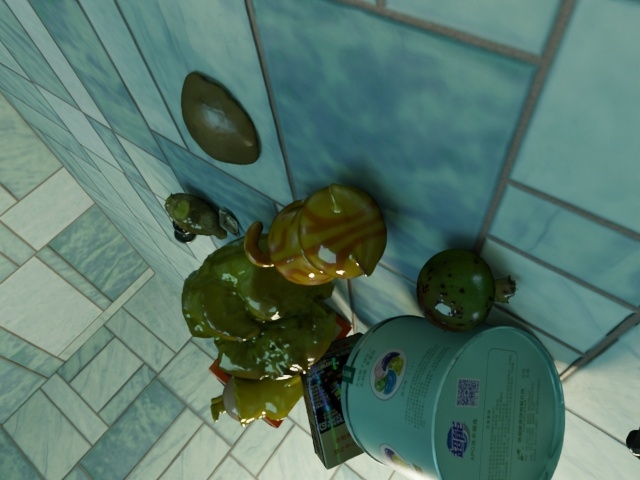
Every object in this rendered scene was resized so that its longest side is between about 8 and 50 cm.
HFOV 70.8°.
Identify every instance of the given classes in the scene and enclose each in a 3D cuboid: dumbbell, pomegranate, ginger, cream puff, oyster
[{"bbox_3d":[-0.467,-0.042,1.552,0.081,0.082,0.254,40,158,1],"label":"dumbbell"},{"bbox_3d":[0.200,0.075,0.647,0.130,0.130,0.130,34,157,17],"label":"pomegranate"},{"bbox_3d":[-0.370,-0.077,1.309,0.216,0.102,0.157,29,179,19],"label":"ginger"},{"bbox_3d":[-0.119,0.174,1.031,0.378,0.377,0.276,71,180,-51],"label":"cream puff"},{"bbox_3d":[-0.255,-0.050,1.261,0.051,0.034,0.093,12,136,23],"label":"oyster"}]

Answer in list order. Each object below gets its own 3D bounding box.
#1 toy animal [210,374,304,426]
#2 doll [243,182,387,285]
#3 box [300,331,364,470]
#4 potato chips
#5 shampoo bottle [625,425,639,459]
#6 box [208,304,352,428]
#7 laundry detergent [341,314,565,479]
[{"bbox_3d":[-0.157,0.376,1.111,0.156,0.229,0.156,162,90,-76],"label":"toy animal"},{"bbox_3d":[0.007,-0.006,0.764,0.269,0.162,0.167,-23,100,55],"label":"doll"},{"bbox_3d":[0.060,0.424,1.196,0.084,0.198,0.311,-158,56,-66],"label":"box"},{"bbox_3d":[-0.202,-0.208,0.847,0.195,0.062,0.208,47,155,-20],"label":"potato chips"},{"bbox_3d":[0.502,0.267,0.568,0.080,0.079,0.246,41,158,4],"label":"shampoo bottle"},{"bbox_3d":[-0.129,0.344,1.373,0.256,0.349,0.319,38,159,7],"label":"box"},{"bbox_3d":[0.207,0.282,0.801,0.287,0.287,0.305,47,156,-16],"label":"laundry detergent"}]
